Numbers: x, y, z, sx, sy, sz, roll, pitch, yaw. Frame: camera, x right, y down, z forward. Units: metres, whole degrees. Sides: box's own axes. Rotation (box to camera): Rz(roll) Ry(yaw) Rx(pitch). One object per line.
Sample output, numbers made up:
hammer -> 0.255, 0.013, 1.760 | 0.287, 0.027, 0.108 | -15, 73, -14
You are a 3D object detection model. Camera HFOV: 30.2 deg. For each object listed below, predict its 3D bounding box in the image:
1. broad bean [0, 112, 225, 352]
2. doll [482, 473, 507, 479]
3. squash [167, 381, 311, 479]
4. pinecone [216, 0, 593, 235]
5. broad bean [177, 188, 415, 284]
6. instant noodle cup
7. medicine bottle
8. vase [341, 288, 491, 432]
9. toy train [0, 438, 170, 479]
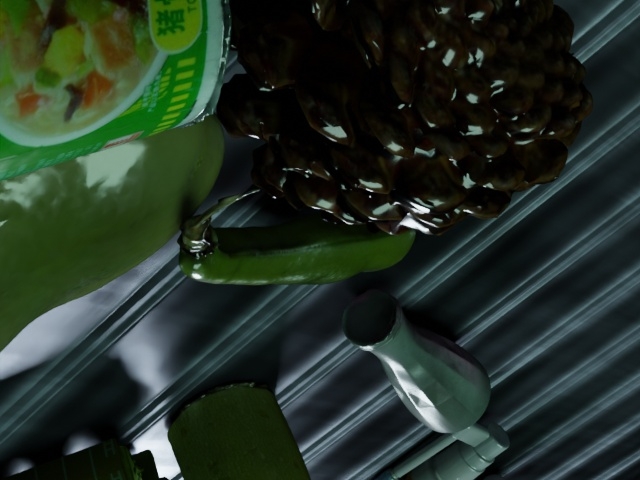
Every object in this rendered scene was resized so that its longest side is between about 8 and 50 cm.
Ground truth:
broad bean -> -0.185, -0.023, 0.740 | 0.263, 0.121, 0.189 | -32, 147, -14
doll -> 0.141, 0.406, 1.580 | 0.365, 0.094, 0.160 | -26, 173, -7
squash -> -0.062, 0.233, 1.121 | 0.123, 0.187, 0.123 | -20, 143, -15
pinecone -> 0.035, -0.100, 0.666 | 0.221, 0.221, 0.221 | -17, 148, -11
broad bean -> -0.010, 0.003, 0.864 | 0.098, 0.056, 0.318 | -18, 172, 23
instant noodle cup -> -0.178, -0.107, 0.548 | 0.232, 0.207, 0.207 | -15, 148, -31
medicine bottle -> 0.131, 0.291, 1.453 | 0.092, 0.061, 0.220 | 29, 122, -30
vase -> 0.090, 0.114, 1.143 | 0.086, 0.086, 0.214 | -31, 143, 11
toy train -> -0.252, 0.261, 1.123 | 0.225, 0.090, 0.137 | -20, 145, -6
